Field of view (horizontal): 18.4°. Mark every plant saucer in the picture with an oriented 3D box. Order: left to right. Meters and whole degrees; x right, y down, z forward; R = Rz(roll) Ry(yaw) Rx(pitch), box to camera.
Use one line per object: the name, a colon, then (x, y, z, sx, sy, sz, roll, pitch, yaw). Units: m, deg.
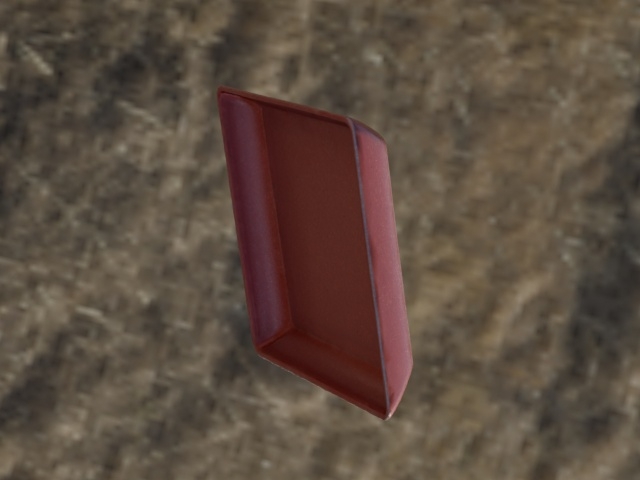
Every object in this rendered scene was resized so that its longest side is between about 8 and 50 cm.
plant saucer: (0.000, 0.000, 1.707, 0.047, 0.258, 0.259, -14, 106, -25)
